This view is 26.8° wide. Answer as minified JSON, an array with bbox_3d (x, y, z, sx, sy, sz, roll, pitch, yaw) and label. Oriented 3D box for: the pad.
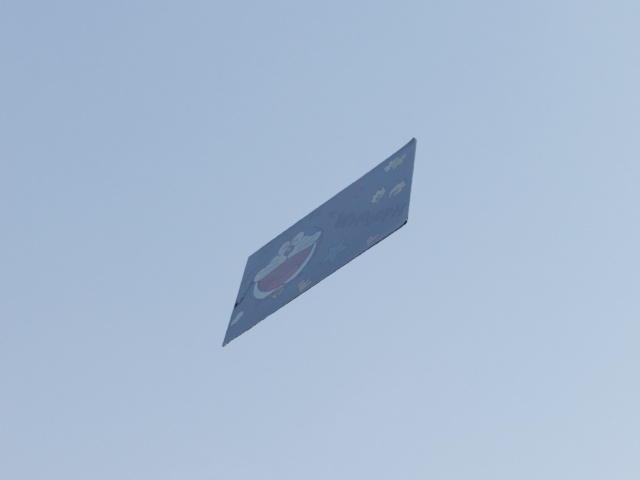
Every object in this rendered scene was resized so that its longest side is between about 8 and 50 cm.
[{"bbox_3d":[0.000,0.000,1.372,0.006,0.245,0.170,45,-152,-19],"label":"pad"}]
